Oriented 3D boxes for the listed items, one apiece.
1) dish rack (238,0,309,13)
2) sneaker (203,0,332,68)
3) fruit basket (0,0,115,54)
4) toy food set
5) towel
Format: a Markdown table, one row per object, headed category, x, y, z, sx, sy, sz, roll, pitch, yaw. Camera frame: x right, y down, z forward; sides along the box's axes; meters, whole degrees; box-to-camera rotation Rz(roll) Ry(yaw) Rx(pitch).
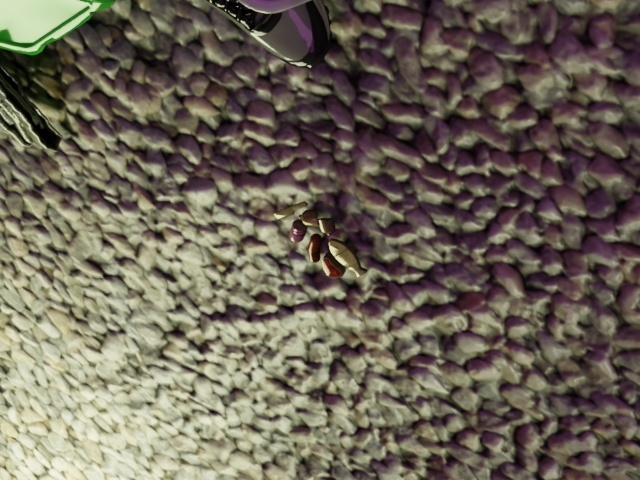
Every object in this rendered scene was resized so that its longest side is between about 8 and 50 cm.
| category | x | y | z | sx | sy | sz | roll | pitch | yaw |
| --- | --- | --- | --- | --- | --- | --- | --- | --- | --- |
| dish rack | 0.007 | -0.396 | 1.246 | 0.333 | 0.072 | 0.285 | -16 | 112 | 31 |
| sneaker | -0.102 | -0.282 | 1.400 | 0.271 | 0.108 | 0.100 | 44 | 133 | -3 |
| fruit basket | -0.408 | -0.414 | 1.400 | 0.283 | 0.392 | 0.392 | -21 | 108 | 41 |
| toy food set | 0.000 | 0.000 | 1.596 | 0.078 | 0.019 | 0.122 | -19 | 117 | 41 |
| towel | -0.512 | -0.234 | 1.635 | 0.324 | 0.056 | 0.312 | 22 | 161 | 25 |
